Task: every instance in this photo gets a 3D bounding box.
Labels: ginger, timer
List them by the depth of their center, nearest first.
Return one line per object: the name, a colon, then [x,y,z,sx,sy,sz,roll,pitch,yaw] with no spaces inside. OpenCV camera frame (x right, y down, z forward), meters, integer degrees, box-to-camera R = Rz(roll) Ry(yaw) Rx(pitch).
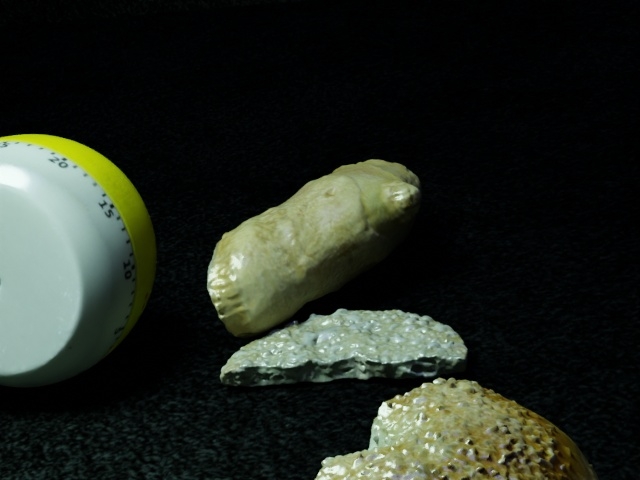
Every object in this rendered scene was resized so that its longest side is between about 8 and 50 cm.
timer: [-0.291,0.006,1.433,0.285,0.285,0.285,-8,24,4]
ginger: [0.000,0.000,1.482,0.190,0.126,0.354,-9,20,48]

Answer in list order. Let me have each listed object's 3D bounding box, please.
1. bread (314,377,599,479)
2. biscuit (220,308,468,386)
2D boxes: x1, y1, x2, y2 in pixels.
bread: [0.076,0.218,0.914,0.314,0.171,0.192,-22,23,-24]
biscuit: [0.030,0.105,1.355,0.250,0.032,0.133,-5,23,13]
